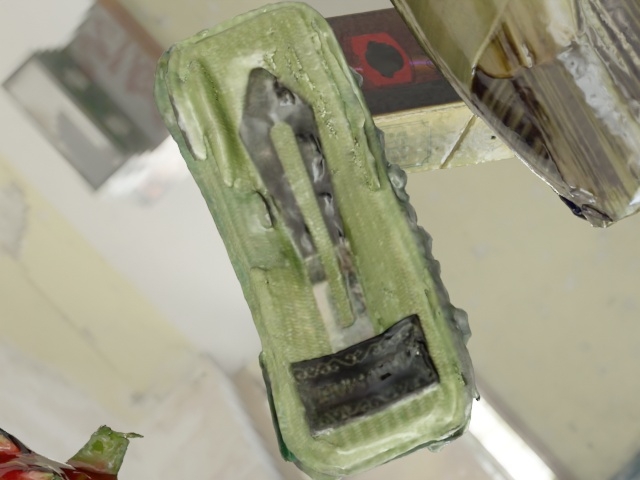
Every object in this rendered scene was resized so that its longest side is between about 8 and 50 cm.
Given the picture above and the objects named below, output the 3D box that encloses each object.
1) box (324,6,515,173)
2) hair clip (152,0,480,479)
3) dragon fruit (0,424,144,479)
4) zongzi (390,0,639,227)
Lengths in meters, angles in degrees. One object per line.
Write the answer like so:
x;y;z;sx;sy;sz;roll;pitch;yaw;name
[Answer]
0.031;-0.124;1.522;0.159;0.240;0.071;-112;18;-47;box
0.001;0.001;1.130;0.091;0.138;0.321;62;-172;-67;hair clip
-0.138;0.167;0.920;0.135;0.137;0.236;43;-160;26;dragon fruit
0.124;-0.173;1.008;0.289;0.154;0.317;54;175;16;zongzi
